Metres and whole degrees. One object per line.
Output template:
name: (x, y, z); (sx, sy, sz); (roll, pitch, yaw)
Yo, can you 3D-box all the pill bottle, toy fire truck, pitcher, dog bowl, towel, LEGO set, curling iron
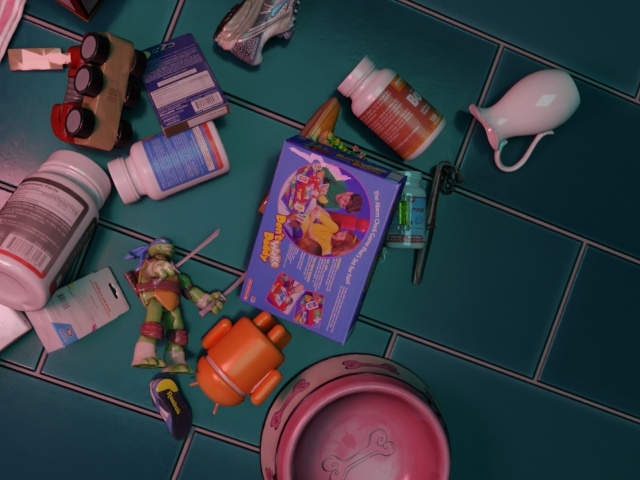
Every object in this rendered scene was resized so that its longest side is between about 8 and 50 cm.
pill bottle: (-0.300, -0.154, 1.599); (0.222, 0.124, 0.124); (-23, 94, -8)
toy fire truck: (-0.489, -0.299, 1.579); (0.158, 0.246, 0.217); (10, 91, -50)
pitcher: (0.445, -0.256, 1.717); (0.207, 0.125, 0.177); (-26, 115, 3)
pill bottle: (0.144, -0.274, 1.662); (0.216, 0.121, 0.121); (41, 85, -7)
dog bowl: (0.083, 0.444, 1.651); (0.408, 0.150, 0.407); (0, 91, -8)
pill bottle: (0.178, -0.063, 1.687); (0.087, 0.087, 0.160); (0, 91, -8)
towel: (-0.695, -0.445, 1.582); (0.197, 0.029, 0.144); (21, 88, -4)
LEGO set: (0.100, -0.096, 1.599); (0.132, 0.107, 0.287); (-27, 107, -31)
pill bottle: (-0.514, -0.024, 1.499); (0.161, 0.161, 0.283); (28, 52, -8)
curling iron: (0.244, -0.038, 1.723); (0.068, 0.035, 0.274); (18, 88, -8)

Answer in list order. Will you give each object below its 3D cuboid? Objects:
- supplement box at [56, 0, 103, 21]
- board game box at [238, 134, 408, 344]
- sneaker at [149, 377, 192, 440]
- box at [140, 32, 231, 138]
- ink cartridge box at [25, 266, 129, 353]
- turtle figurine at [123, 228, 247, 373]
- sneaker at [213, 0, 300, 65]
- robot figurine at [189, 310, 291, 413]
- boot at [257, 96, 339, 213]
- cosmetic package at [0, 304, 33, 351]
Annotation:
supplement box: (-0.498, -0.543, 1.530); (0.191, 0.194, 0.129); (34, 86, -7)
board game box: (0.000, 0.000, 1.567); (0.233, 0.078, 0.347); (22, 112, 11)
sneaker: (-0.306, 0.340, 1.646); (0.053, 0.059, 0.144); (-30, 113, -37)
box: (-0.279, -0.313, 1.606); (0.136, 0.036, 0.225); (-23, 59, -7)
ink cartridge box: (-0.474, 0.133, 1.583); (0.062, 0.181, 0.104); (-23, 95, 36)
turtle figurine: (-0.258, 0.117, 1.556); (0.275, 0.198, 0.266); (4, 74, -3)
sneaker: (-0.091, -0.481, 1.650); (0.122, 0.110, 0.283); (41, 88, -24)
robot figurine: (-0.161, 0.241, 1.625); (0.219, 0.128, 0.158); (-44, 104, -6)
boot: (0.027, -0.123, 1.668); (0.211, 0.104, 0.295); (30, 91, -13)
cosmetic package: (-0.701, 0.142, 1.539); (0.225, 0.138, 0.224); (-37, 95, -5)
